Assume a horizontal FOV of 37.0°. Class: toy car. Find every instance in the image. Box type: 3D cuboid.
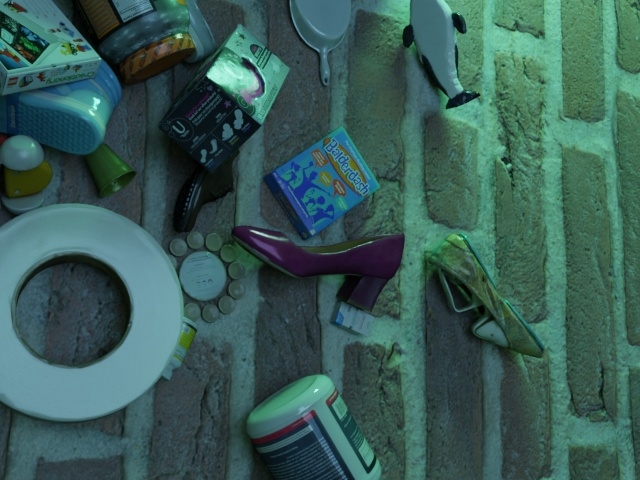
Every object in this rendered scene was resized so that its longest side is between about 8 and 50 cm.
[{"bbox_3d":[-0.572,-0.125,1.678,0.182,0.159,0.136,-16,53,-29],"label":"toy car"}]

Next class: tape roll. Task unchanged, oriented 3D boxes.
[{"bbox_3d":[-0.439,0.126,1.688,0.392,0.072,0.392,5,75,-18],"label":"tape roll"}]

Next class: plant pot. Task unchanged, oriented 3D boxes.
[{"bbox_3d":[-0.401,-0.138,1.800,0.083,0.083,0.079,-32,83,-29],"label":"plant pot"}]

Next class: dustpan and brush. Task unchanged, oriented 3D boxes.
[{"bbox_3d":[0.006,-0.445,2.093,0.147,0.060,0.211,-2,74,-27],"label":"dustpan and brush"}]

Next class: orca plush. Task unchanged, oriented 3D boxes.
[{"bbox_3d":[0.292,-0.456,2.216,0.287,0.151,0.102,57,30,-3],"label":"orca plush"}]

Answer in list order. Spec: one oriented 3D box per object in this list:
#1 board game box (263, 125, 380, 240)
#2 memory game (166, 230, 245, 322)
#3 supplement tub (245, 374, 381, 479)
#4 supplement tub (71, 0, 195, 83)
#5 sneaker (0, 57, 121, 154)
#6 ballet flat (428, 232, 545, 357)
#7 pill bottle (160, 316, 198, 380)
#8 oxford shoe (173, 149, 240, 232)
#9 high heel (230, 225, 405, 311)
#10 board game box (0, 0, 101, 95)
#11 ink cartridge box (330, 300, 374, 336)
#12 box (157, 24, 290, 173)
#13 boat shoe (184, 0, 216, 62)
[{"bbox_3d":[0.006,-0.122,2.022,0.210,0.047,0.160,-37,98,-29],"label":"board game box"},{"bbox_3d":[-0.233,0.071,1.877,0.186,0.012,0.186,6,77,-26],"label":"memory game"},{"bbox_3d":[-0.003,0.412,1.824,0.191,0.191,0.272,-32,95,-29],"label":"supplement tub"},{"bbox_3d":[-0.373,-0.471,1.812,0.193,0.193,0.316,-28,94,-29],"label":"supplement tub"},{"bbox_3d":[-0.516,-0.286,1.755,0.319,0.127,0.208,24,43,-3],"label":"sneaker"},{"bbox_3d":[0.360,0.145,2.128,0.123,0.123,0.348,-41,100,-28],"label":"ballet flat"},{"bbox_3d":[-0.281,0.201,1.794,0.065,0.065,0.116,31,67,-19],"label":"pill bottle"},{"bbox_3d":[-0.217,-0.106,1.882,0.096,0.083,0.227,32,67,-21],"label":"oxford shoe"},{"bbox_3d":[0.000,0.000,1.934,0.377,0.127,0.181,26,90,-35],"label":"high heel"},{"bbox_3d":[-0.552,-0.388,1.685,0.193,0.053,0.305,-23,64,-44],"label":"board game box"},{"bbox_3d":[0.067,0.166,2.005,0.083,0.028,0.048,27,68,-20],"label":"ink cartridge box"},{"bbox_3d":[-0.181,-0.277,1.834,0.142,0.163,0.247,40,34,-16],"label":"box"},{"bbox_3d":[-0.286,-0.468,1.933,0.081,0.079,0.227,-32,96,-45],"label":"boat shoe"}]
